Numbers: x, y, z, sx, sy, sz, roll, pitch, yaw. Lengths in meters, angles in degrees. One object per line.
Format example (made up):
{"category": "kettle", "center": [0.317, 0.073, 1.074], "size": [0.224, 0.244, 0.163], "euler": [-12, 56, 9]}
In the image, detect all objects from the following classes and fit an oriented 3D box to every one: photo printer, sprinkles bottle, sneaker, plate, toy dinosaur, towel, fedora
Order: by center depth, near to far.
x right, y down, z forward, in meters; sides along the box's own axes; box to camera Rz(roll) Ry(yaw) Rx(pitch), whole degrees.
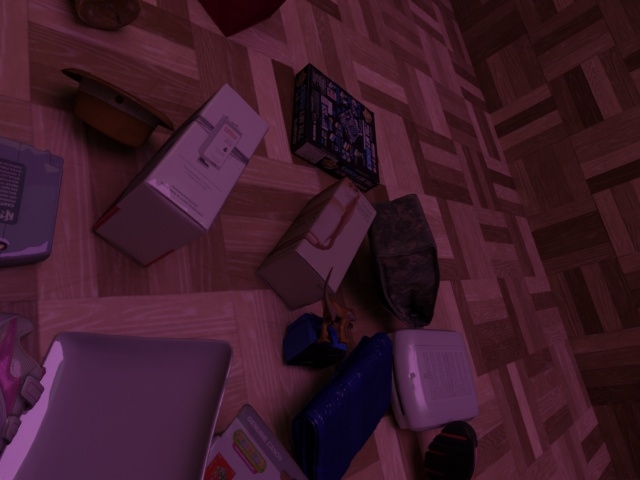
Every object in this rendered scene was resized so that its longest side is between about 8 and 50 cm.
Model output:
{"category": "sneaker", "center": [-0.391, 0.194, 0.508], "size": [0.111, 0.103, 0.253], "euler": [3, 69, -44]}
{"category": "plate", "center": [-0.261, 0.258, 0.534], "size": [0.045, 0.277, 0.277], "euler": [75, 18, -54]}
{"category": "fedora", "center": [-0.357, -0.218, 0.739], "size": [0.194, 0.194, 0.079], "euler": [26, 90, -36]}
{"category": "sprinkles bottle", "center": [-0.464, -0.597, 0.812], "size": [0.121, 0.121, 0.356], "euler": [-19, 86, -49]}
{"category": "toy dinosaur", "center": [0.022, 0.143, 0.837], "size": [0.211, 0.064, 0.112], "euler": [57, 31, -61]}
{"category": "towel", "center": [0.053, 0.351, 0.882], "size": [0.308, 0.076, 0.228], "euler": [-30, 126, -49]}
{"category": "sneaker", "center": [0.321, 0.601, 1.041], "size": [0.136, 0.115, 0.314], "euler": [30, 70, -54]}
{"category": "photo printer", "center": [0.290, 0.365, 1.137], "size": [0.307, 0.107, 0.256], "euler": [12, 62, -42]}

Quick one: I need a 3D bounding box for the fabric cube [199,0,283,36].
{"category": "fabric cube", "center": [-0.185, -0.730, 1.069], "size": [0.259, 0.258, 0.254], "euler": [50, 44, -17]}

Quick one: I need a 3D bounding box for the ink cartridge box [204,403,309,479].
{"category": "ink cartridge box", "center": [-0.135, 0.453, 0.625], "size": [0.310, 0.130, 0.272], "euler": [57, 42, -9]}

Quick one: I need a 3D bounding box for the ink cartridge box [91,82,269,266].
{"category": "ink cartridge box", "center": [-0.235, -0.115, 0.746], "size": [0.117, 0.207, 0.283], "euler": [43, 45, -26]}

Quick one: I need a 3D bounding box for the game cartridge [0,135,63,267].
{"category": "game cartridge", "center": [-0.512, -0.066, 0.549], "size": [0.297, 0.062, 0.198], "euler": [15, 65, -42]}

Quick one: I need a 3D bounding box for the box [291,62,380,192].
{"category": "box", "center": [0.051, -0.328, 1.258], "size": [0.293, 0.073, 0.296], "euler": [24, 55, -38]}

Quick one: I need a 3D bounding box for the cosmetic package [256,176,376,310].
{"category": "cosmetic package", "center": [0.000, 0.000, 0.982], "size": [0.129, 0.153, 0.296], "euler": [48, 42, -16]}

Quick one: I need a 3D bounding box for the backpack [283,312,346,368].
{"category": "backpack", "center": [-0.005, 0.214, 0.908], "size": [0.120, 0.098, 0.101], "euler": [25, 41, -35]}

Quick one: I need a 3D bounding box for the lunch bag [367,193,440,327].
{"category": "lunch bag", "center": [0.217, 0.063, 1.120], "size": [0.235, 0.168, 0.287], "euler": [-92, 167, -52]}
